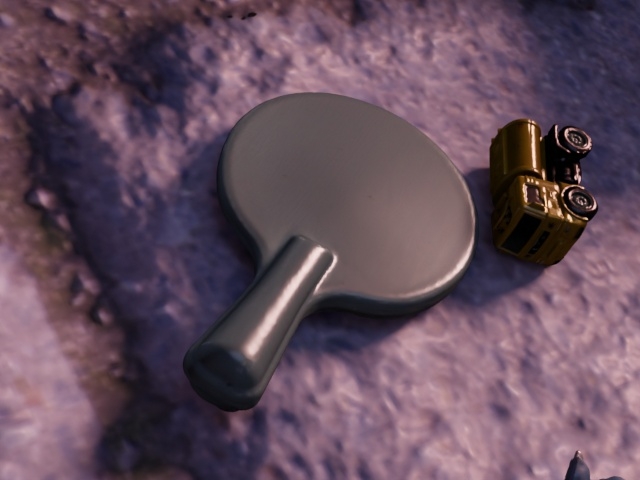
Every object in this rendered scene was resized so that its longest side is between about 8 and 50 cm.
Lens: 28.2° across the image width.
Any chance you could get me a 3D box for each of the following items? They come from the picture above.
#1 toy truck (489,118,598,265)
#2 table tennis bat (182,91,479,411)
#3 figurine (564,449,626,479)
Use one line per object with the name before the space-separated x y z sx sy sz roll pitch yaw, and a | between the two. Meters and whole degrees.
toy truck | 0.127 -0.028 0.747 0.054 0.049 0.083 15 50 -12
table tennis bat | 0.000 0.000 0.677 0.153 0.040 0.244 32 45 3
figurine | 0.198 0.148 0.615 0.178 0.114 0.144 22 47 3
